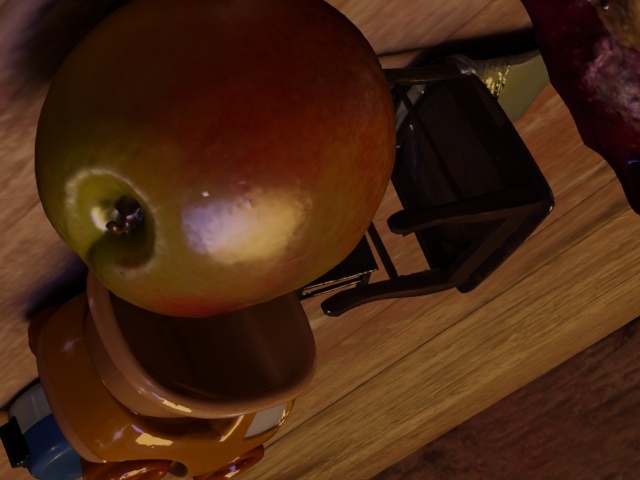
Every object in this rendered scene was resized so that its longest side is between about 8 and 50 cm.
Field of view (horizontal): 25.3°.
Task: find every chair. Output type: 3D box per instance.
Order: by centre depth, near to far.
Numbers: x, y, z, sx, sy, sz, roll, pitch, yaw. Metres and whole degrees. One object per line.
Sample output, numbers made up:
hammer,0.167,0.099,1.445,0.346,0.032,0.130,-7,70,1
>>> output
chair,0.127,-0.066,1.225,0.319,0.186,0.160,-11,153,-33
chair,0.000,0.000,1.411,0.101,0.084,0.212,-18,162,-12

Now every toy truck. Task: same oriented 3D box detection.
toy truck,-0.139,0.115,1.345,0.288,0.204,0.211,-3,150,-47

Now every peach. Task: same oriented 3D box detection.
peach,-0.065,-0.059,0.910,0.231,0.231,0.231,-23,163,-7

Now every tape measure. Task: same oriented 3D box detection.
tape measure,-0.191,0.175,1.650,0.351,0.098,0.215,-27,164,-4

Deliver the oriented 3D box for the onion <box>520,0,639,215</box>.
onion,0.356,-0.192,0.934,0.420,0.398,0.398,-46,-179,-42
